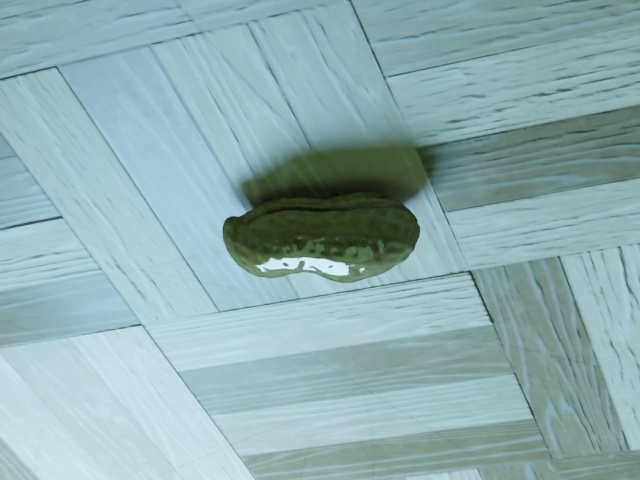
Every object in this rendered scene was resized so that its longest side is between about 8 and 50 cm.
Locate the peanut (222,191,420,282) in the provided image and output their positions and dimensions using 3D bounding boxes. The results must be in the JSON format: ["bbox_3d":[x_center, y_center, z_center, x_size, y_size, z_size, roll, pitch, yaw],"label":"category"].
[{"bbox_3d":[0.000,0.000,1.218,0.175,0.080,0.080,-1,139,14],"label":"peanut"}]
